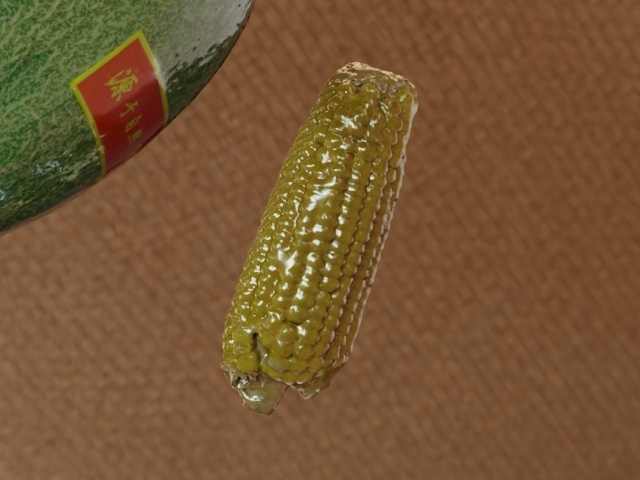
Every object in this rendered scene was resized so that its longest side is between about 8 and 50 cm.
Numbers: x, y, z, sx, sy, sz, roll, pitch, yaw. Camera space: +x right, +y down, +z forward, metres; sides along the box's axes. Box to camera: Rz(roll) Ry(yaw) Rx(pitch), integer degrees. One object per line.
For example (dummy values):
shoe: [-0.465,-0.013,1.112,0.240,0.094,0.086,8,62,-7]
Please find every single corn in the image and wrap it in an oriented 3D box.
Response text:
corn: [0.000,0.000,1.422,0.097,0.097,0.262,21,88,-33]

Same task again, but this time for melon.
melon: [-0.134,-0.109,0.875,0.287,0.182,0.182,-40,130,-13]
